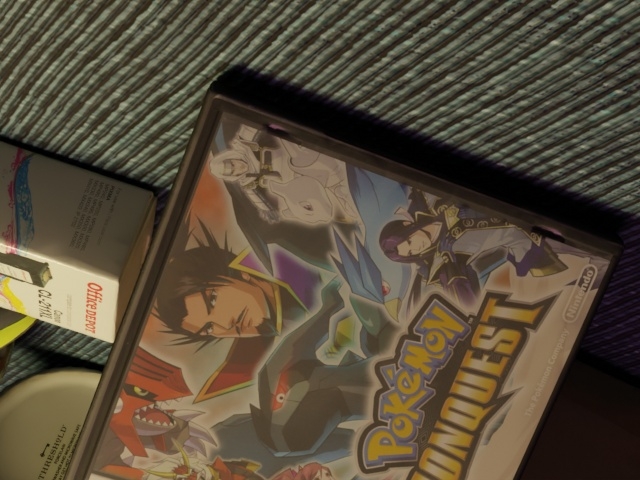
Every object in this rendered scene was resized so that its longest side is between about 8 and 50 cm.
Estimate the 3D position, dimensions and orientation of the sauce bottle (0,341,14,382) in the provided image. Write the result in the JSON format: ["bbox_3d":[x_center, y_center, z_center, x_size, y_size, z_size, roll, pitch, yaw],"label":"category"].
[{"bbox_3d":[-0.431,0.055,1.329,0.344,0.111,0.111,26,155,-14],"label":"sauce bottle"}]

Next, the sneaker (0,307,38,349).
[{"bbox_3d":[-0.345,0.019,1.186,0.299,0.111,0.121,1,121,1],"label":"sneaker"}]

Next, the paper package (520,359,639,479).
[{"bbox_3d":[0.036,0.157,1.155,0.324,0.168,0.309,25,156,-18],"label":"paper package"}]

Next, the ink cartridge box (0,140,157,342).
[{"bbox_3d":[-0.207,-0.006,1.080,0.175,0.072,0.127,18,156,-1],"label":"ink cartridge box"}]

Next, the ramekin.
[{"bbox_3d":[-0.221,0.209,1.413,0.207,0.207,0.109,17,146,2],"label":"ramekin"}]

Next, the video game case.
[{"bbox_3d":[0.006,0.079,0.922,0.248,0.275,0.035,20,-165,-6],"label":"video game case"}]
